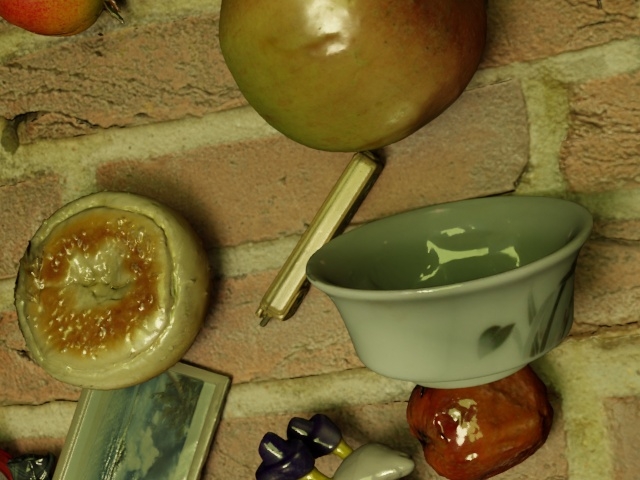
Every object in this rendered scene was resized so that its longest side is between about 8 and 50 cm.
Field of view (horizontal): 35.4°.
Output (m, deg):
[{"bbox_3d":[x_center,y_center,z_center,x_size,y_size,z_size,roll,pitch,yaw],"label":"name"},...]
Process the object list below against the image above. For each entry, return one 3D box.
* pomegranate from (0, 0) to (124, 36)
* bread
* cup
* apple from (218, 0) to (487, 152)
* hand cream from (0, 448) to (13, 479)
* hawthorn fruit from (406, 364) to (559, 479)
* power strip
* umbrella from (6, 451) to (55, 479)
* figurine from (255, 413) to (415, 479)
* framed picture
[{"bbox_3d":[-0.393,-0.400,1.490,0.235,0.210,0.210,16,95,-7],"label":"pomegranate"},{"bbox_3d":[-0.294,0.072,1.456,0.305,0.159,0.306,-2,83,20],"label":"bread"},{"bbox_3d":[0.167,0.071,1.222,0.347,0.347,0.163,-8,106,20],"label":"cup"},{"bbox_3d":[0.034,-0.285,1.271,0.305,0.338,0.339,-27,79,38],"label":"apple"},{"bbox_3d":[-0.558,0.419,1.513,0.149,0.230,0.230,-8,86,19],"label":"hand cream"},{"bbox_3d":[0.198,0.219,1.271,0.179,0.173,0.173,-36,77,14],"label":"hawthorn fruit"},{"bbox_3d":[0.000,0.000,1.401,0.044,0.064,0.305,35,100,11],"label":"power strip"},{"bbox_3d":[-0.423,0.436,1.547,0.080,0.071,0.224,-6,93,37],"label":"umbrella"},{"bbox_3d":[0.110,0.363,1.290,0.421,0.154,0.193,40,128,8],"label":"figurine"},{"bbox_3d":[-0.278,0.322,1.483,0.232,0.024,0.315,13,79,20],"label":"framed picture"}]
